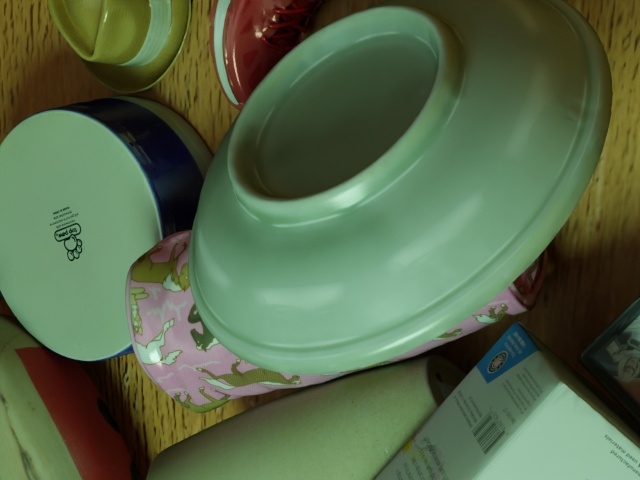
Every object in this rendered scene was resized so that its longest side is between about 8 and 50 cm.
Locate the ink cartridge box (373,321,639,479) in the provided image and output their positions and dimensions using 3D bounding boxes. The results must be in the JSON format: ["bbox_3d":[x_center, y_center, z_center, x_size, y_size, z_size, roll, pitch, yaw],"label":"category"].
[{"bbox_3d":[0.156,0.221,1.397,0.168,0.171,0.232,40,97,-14],"label":"ink cartridge box"}]

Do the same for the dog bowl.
[{"bbox_3d":[-0.221,-0.013,1.788,0.265,0.104,0.264,9,105,37],"label":"dog bowl"}]

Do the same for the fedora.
[{"bbox_3d":[-0.218,-0.242,1.752,0.194,0.079,0.194,10,106,36],"label":"fedora"}]

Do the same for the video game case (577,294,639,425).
[{"bbox_3d":[0.377,0.102,1.329,0.248,0.035,0.275,-46,70,11],"label":"video game case"}]

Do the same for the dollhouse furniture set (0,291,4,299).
[{"bbox_3d":[-0.441,-0.071,1.869,0.135,0.262,0.259,-24,53,37],"label":"dollhouse furniture set"}]

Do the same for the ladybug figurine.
[{"bbox_3d":[-0.294,0.270,1.844,0.305,0.162,0.449,-43,68,56],"label":"ladybug figurine"}]

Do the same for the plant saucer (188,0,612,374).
[{"bbox_3d":[0.036,-0.082,1.413,0.400,0.400,0.100,-7,139,39],"label":"plant saucer"}]

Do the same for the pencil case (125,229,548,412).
[{"bbox_3d":[0.007,0.031,1.543,0.386,0.167,0.160,-21,131,27],"label":"pencil case"}]

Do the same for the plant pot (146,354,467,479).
[{"bbox_3d":[0.027,0.226,1.580,0.274,0.256,0.256,-36,76,20],"label":"plant pot"}]

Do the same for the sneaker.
[{"bbox_3d":[-0.026,-0.219,1.603,0.128,0.087,0.221,15,110,36],"label":"sneaker"}]
